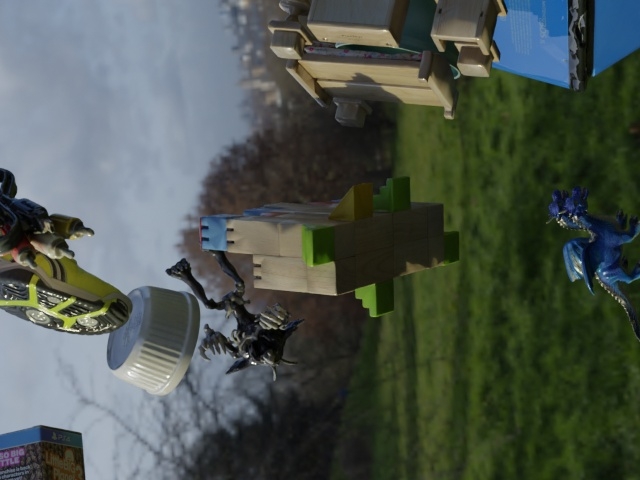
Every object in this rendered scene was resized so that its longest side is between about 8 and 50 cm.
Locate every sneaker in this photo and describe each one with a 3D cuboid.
[{"bbox_3d":[-0.466,0.026,1.776,0.145,0.385,0.147,117,174,-56],"label":"sneaker"}]

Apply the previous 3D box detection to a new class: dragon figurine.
[{"bbox_3d":[0.457,0.035,1.905,0.085,0.144,0.289,-136,34,-68],"label":"dragon figurine"}]

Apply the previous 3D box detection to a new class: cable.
[{"bbox_3d":[-0.456,-0.028,1.683,0.287,0.139,0.072,24,135,48],"label":"cable"}]

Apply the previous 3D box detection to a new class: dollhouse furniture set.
[{"bbox_3d":[0.123,-0.275,1.482,0.355,0.303,0.174,38,-117,-65],"label":"dollhouse furniture set"}]

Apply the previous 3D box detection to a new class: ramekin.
[{"bbox_3d":[-0.324,0.183,2.185,0.207,0.109,0.207,-42,37,43],"label":"ramekin"}]

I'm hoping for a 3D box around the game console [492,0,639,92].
[{"bbox_3d":[0.357,-0.366,1.616,0.173,0.250,0.293,-60,-24,-22],"label":"game console"}]

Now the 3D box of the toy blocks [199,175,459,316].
[{"bbox_3d":[0.000,0.000,1.711,0.381,0.261,0.190,-12,-77,-52],"label":"toy blocks"}]

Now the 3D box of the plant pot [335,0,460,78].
[{"bbox_3d":[0.193,-0.498,2.622,0.293,0.293,0.196,118,163,-86],"label":"plant pot"}]

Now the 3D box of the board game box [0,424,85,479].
[{"bbox_3d":[-0.524,0.480,1.933,0.141,0.232,0.291,39,-140,-66],"label":"board game box"}]

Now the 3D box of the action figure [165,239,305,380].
[{"bbox_3d":[-0.132,0.130,1.866,0.275,0.164,0.141,53,-172,-16],"label":"action figure"}]
